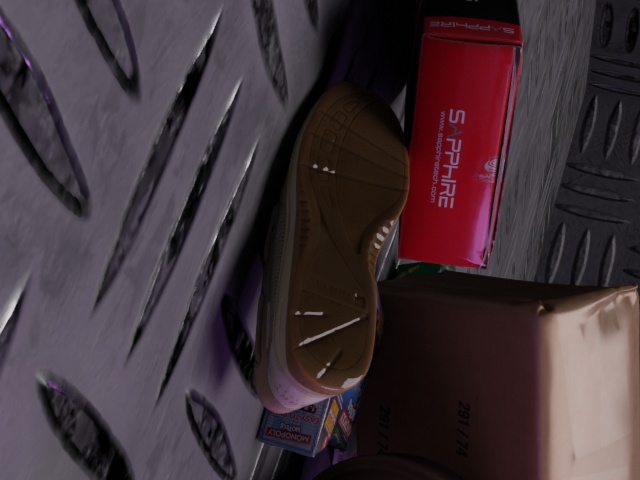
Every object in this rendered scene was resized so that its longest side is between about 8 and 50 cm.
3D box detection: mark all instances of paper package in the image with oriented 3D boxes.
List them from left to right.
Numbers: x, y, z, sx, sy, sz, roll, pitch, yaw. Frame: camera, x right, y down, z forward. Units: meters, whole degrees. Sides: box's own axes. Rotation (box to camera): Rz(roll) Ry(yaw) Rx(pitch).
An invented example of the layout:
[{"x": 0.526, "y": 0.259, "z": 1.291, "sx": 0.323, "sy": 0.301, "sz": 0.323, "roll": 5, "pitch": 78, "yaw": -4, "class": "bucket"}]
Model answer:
[{"x": 0.187, "y": 0.203, "z": 1.396, "sx": 0.168, "sy": 0.309, "sz": 0.324, "roll": -7, "pitch": 97, "yaw": -37, "class": "paper package"}]

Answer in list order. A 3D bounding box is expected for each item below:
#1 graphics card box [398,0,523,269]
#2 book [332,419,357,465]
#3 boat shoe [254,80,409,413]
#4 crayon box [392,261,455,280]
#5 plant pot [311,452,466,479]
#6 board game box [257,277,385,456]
[{"x": 0.133, "y": -0.170, "z": 1.250, "sx": 0.371, "sy": 0.094, "sz": 0.232, "roll": -80, "pitch": 174, "yaw": -56, "class": "graphics card box"}, {"x": 0.038, "y": 0.273, "z": 1.581, "sx": 0.096, "sy": 0.035, "sz": 0.144, "roll": -39, "pitch": 140, "yaw": -63, "class": "book"}, {"x": 0.000, "y": 0.000, "z": 1.067, "sx": 0.098, "sy": 0.109, "sz": 0.302, "roll": -37, "pitch": -144, "yaw": 50, "class": "boat shoe"}, {"x": 0.176, "y": 0.174, "z": 1.672, "sx": 0.278, "sy": 0.081, "sz": 0.165, "roll": 48, "pitch": 50, "yaw": -36, "class": "crayon box"}, {"x": 0.029, "y": 0.340, "z": 1.230, "sx": 0.229, "sy": 0.263, "sz": 0.263, "roll": 13, "pitch": 90, "yaw": -59, "class": "plant pot"}, {"x": 0.003, "y": 0.129, "z": 1.249, "sx": 0.194, "sy": 0.060, "sz": 0.194, "roll": 74, "pitch": 33, "yaw": -63, "class": "board game box"}]
